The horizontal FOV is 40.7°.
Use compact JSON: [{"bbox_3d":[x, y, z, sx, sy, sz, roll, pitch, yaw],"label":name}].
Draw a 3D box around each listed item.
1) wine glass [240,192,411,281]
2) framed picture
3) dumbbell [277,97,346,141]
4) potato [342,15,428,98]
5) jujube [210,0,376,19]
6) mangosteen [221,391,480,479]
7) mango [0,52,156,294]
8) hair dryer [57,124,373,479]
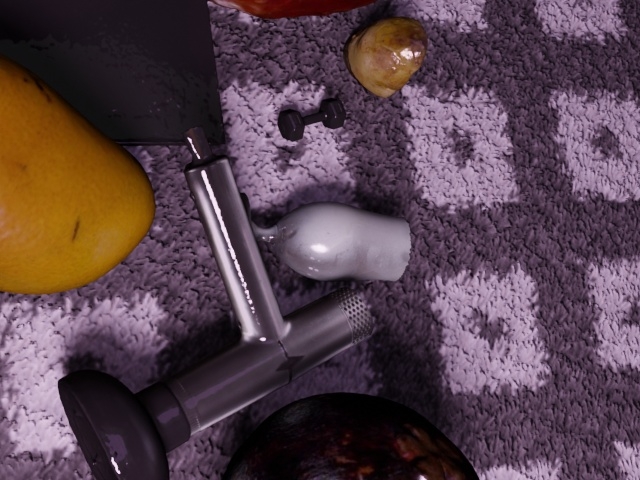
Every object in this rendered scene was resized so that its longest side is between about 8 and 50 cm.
[{"bbox_3d":[0.000,0.000,0.977,0.202,0.093,0.092,7,75,-23],"label":"wine glass"},{"bbox_3d":[-0.249,-0.268,0.976,0.255,0.014,0.338,-4,80,-25],"label":"framed picture"},{"bbox_3d":[-0.011,-0.146,1.039,0.083,0.040,0.036,-20,116,-26],"label":"dumbbell"},{"bbox_3d":[0.081,-0.239,1.066,0.066,0.103,0.096,8,73,-25],"label":"potato"},{"bbox_3d":[-0.021,-0.369,0.998,0.318,0.223,0.223,-7,81,-29],"label":"jujube"},{"bbox_3d":[0.024,0.286,0.810,0.288,0.288,0.288,6,75,-23],"label":"mangosteen"},{"bbox_3d":[-0.306,-0.061,0.818,0.317,0.173,0.211,26,68,-29],"label":"mango"},{"bbox_3d":[-0.135,0.067,0.858,0.320,0.156,0.284,-36,96,-25],"label":"hair dryer"}]
